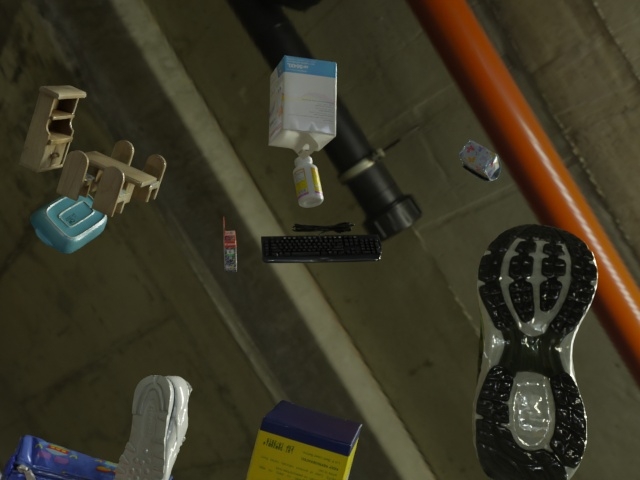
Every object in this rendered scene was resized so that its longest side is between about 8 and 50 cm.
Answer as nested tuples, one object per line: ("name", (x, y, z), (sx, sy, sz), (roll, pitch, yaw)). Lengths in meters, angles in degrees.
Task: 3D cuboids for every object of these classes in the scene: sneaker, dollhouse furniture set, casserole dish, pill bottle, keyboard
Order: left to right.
("casserole dish", (-0.512, -0.046, 1.673), (0.114, 0.188, 0.037), (47, -59, -4))
("dollhouse furniture set", (-0.432, -0.179, 1.567), (0.242, 0.212, 0.161), (24, -75, 6))
("sneaker", (-0.256, 0.332, 1.282), (0.090, 0.095, 0.235), (11, -98, 22))
("pill bottle", (-0.023, -0.101, 1.380), (0.043, 0.043, 0.083), (-43, -129, 53))
("keyboard", (0.000, 0.000, 2.158), (0.201, 0.317, 0.033), (-102, -167, -60))
("sneaker", (0.267, 0.158, 1.080), (0.158, 0.410, 0.182), (12, -35, 10))

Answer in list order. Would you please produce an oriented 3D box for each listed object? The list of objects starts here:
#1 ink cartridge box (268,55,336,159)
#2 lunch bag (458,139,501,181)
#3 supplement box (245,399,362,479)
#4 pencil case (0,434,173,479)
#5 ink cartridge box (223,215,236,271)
("ink cartridge box", (-0.030, -0.212, 1.316), (0.092, 0.090, 0.143), (148, -56, -68))
("lunch bag", (0.326, -0.157, 1.651), (0.071, 0.053, 0.083), (36, -2, 27))
("supplement box", (-0.057, 0.550, 1.717), (0.194, 0.195, 0.356), (15, -88, 9))
("pencil case", (-0.416, 0.438, 1.435), (0.306, 0.119, 0.133), (18, -19, -8))
("ink cartridge box", (-0.205, 0.007, 1.838), (0.063, 0.029, 0.115), (-109, -161, -66))
